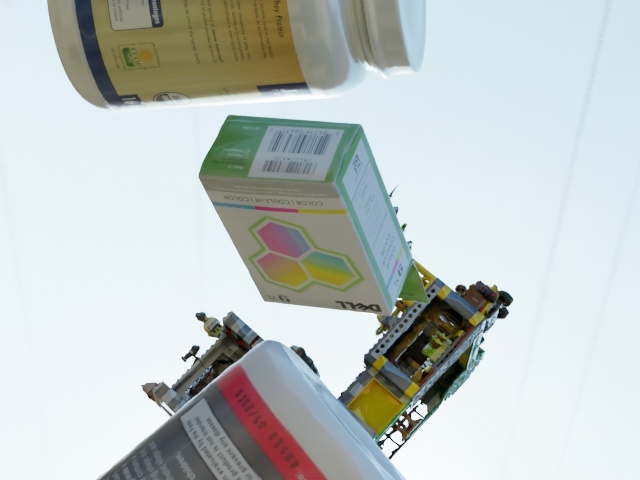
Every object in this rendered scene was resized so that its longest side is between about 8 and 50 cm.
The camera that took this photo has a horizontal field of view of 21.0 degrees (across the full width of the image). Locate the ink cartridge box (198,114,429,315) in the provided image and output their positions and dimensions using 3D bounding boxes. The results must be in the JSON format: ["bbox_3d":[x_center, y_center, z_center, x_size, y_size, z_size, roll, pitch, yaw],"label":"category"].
[{"bbox_3d":[0.000,0.000,1.283,0.109,0.062,0.209,5,-36,25],"label":"ink cartridge box"}]

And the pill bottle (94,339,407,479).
[{"bbox_3d":[-0.093,0.222,1.039,0.176,0.318,0.176,50,0,0],"label":"pill bottle"}]

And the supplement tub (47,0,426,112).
[{"bbox_3d":[-0.071,-0.239,1.591,0.316,0.228,0.228,-3,-52,12],"label":"supplement tub"}]

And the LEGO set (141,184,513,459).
[{"bbox_3d":[-0.010,0.115,1.512,0.192,0.331,0.255,41,-7,13],"label":"LEGO set"}]
